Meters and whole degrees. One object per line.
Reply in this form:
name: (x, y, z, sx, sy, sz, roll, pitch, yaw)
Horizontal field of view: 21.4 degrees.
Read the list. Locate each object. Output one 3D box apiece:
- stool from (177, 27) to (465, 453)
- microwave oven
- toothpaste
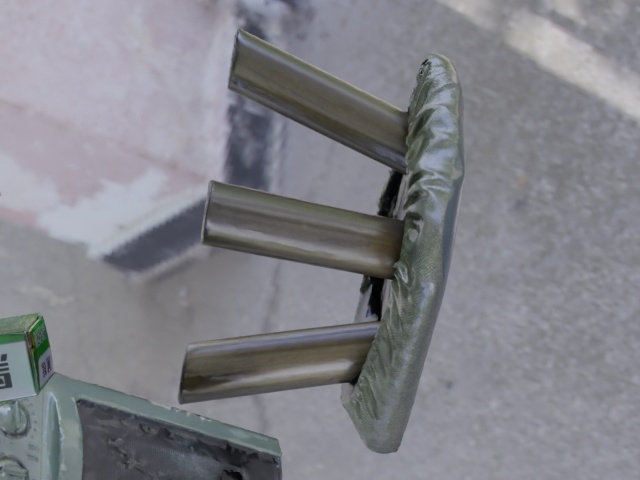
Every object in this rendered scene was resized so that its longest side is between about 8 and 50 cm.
stool: (0.000, 0.000, 1.588, 0.310, 0.226, 0.310, 101, 176, -45)
microwave oven: (-0.208, 0.233, 1.423, 0.237, 0.295, 0.181, -37, 45, 40)
toothpaste: (-0.228, 0.071, 0.864, 0.043, 0.178, 0.037, -74, -26, -82)
